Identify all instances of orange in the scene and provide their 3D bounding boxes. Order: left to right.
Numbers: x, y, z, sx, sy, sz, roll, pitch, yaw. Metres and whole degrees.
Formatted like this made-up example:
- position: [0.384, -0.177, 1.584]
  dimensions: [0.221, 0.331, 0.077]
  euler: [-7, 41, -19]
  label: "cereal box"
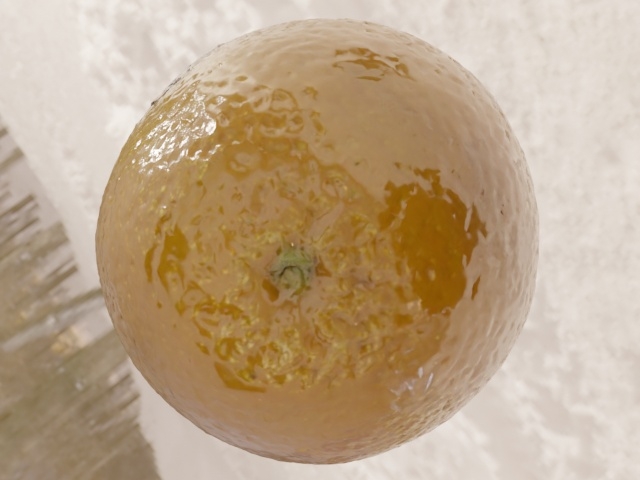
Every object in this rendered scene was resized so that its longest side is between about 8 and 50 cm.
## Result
- position: [0.000, 0.000, 0.586]
  dimensions: [0.236, 0.236, 0.236]
  euler: [48, 165, 17]
  label: "orange"
